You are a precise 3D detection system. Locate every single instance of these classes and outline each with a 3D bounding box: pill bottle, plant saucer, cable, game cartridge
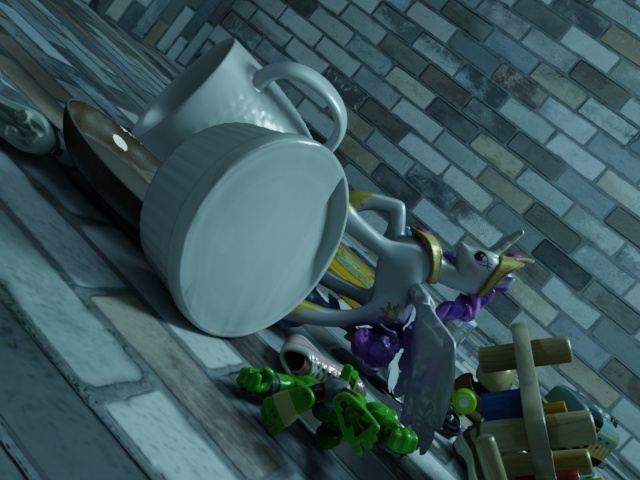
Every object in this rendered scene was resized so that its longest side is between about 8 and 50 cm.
[{"bbox_3d":[0.327,0.239,1.692,0.078,0.137,0.078,38,10,-8],"label":"pill bottle"},{"bbox_3d":[-0.265,-0.080,0.981,0.310,0.050,0.310,48,5,-5],"label":"plant saucer"},{"bbox_3d":[0.204,0.276,1.222,0.150,0.047,0.184,49,3,-28],"label":"cable"},{"bbox_3d":[0.068,0.085,1.664,0.285,0.052,0.324,42,8,11],"label":"game cartridge"}]

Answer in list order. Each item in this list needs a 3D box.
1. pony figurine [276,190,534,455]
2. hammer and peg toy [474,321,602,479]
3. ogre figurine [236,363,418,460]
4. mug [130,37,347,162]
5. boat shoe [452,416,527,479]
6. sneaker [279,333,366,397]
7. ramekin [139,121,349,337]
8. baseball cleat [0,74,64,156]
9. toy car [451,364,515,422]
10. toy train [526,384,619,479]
[{"bbox_3d":[0.113,0.098,1.020,0.364,0.350,0.303,20,7,-7],"label":"pony figurine"},{"bbox_3d":[0.272,0.279,0.794,0.361,0.128,0.265,-56,133,-68],"label":"hammer and peg toy"},{"bbox_3d":[0.016,0.187,0.741,0.197,0.096,0.118,-3,-11,16],"label":"ogre figurine"},{"bbox_3d":[-0.122,-0.202,1.291,0.328,0.374,0.276,46,35,-26],"label":"mug"},{"bbox_3d":[0.282,0.359,1.031,0.095,0.095,0.257,37,9,-18],"label":"boat shoe"},{"bbox_3d":[-0.001,0.181,0.887,0.134,0.051,0.070,38,10,7],"label":"sneaker"},{"bbox_3d":[-0.100,-0.023,0.836,0.127,0.272,0.273,33,3,36],"label":"ramekin"},{"bbox_3d":[-0.431,-0.180,0.882,0.206,0.072,0.109,45,-5,3],"label":"baseball cleat"},{"bbox_3d":[0.384,0.307,1.420,0.149,0.188,0.155,42,9,10],"label":"toy car"},{"bbox_3d":[0.541,0.431,1.439,0.334,0.190,0.142,32,15,-43],"label":"toy train"}]
